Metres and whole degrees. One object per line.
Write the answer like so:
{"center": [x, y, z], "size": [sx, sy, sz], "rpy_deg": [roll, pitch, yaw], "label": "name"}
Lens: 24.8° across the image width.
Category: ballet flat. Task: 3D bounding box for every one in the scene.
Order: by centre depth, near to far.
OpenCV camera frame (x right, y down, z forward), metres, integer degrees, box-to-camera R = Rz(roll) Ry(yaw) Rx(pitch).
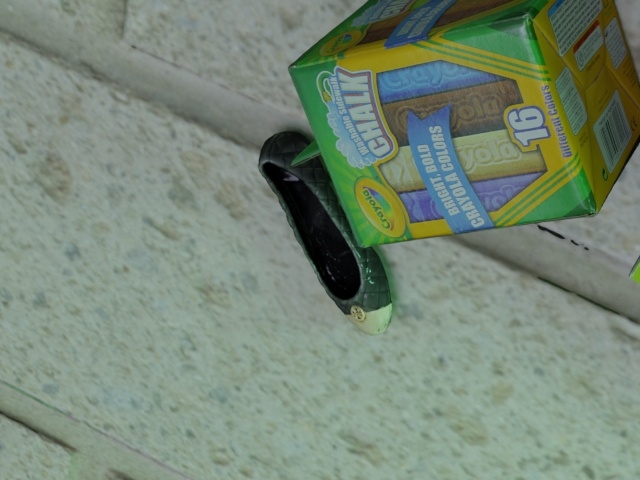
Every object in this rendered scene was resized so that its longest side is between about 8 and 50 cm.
{"center": [0.000, 0.000, 1.072], "size": [0.057, 0.049, 0.173], "rpy_deg": [-17, 110, 38], "label": "ballet flat"}

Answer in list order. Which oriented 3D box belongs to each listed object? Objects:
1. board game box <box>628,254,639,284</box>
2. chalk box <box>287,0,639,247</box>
{"center": [0.356, -0.057, 0.804], "size": [0.233, 0.078, 0.347], "rpy_deg": [31, 131, 10], "label": "board game box"}
{"center": [0.076, -0.087, 0.916], "size": [0.213, 0.132, 0.132], "rpy_deg": [-7, 116, 33], "label": "chalk box"}
